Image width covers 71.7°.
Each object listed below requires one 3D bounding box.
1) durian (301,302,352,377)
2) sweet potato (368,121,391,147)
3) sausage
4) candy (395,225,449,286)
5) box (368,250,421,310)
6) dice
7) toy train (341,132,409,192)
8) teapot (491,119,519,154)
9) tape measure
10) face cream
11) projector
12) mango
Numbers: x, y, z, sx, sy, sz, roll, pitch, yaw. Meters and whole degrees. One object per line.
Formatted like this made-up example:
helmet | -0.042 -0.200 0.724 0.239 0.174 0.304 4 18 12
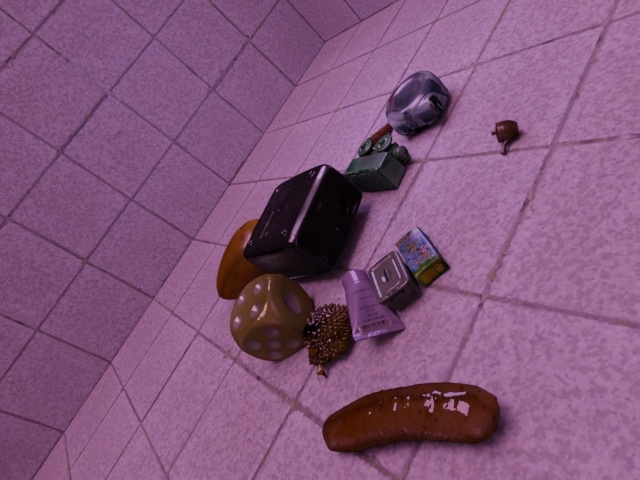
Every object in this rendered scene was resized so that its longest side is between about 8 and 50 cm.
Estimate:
durian | 0.007 0.304 1.423 0.194 0.138 0.237 -17 45 46
sweet potato | 0.277 -0.475 2.008 0.226 0.068 0.068 -45 24 -27
sausage | 0.186 0.422 1.058 0.501 0.123 0.136 -26 67 38
candy | 0.309 0.046 1.365 0.097 0.062 0.194 -44 29 15
box | 0.230 0.128 1.352 0.124 0.093 0.172 -41 30 19
dice | -0.178 0.281 1.624 0.233 0.227 0.238 -38 33 26
toy train | 0.231 -0.313 1.796 0.266 0.145 0.201 3 63 56
teapot | 0.589 -0.324 1.408 0.080 0.085 0.110 -9 76 22
tape measure | 0.399 -0.562 1.841 0.256 0.147 0.274 -22 44 45
face cream | 0.143 0.203 1.383 0.154 0.096 0.273 -12 34 -8
projector | -0.084 -0.066 1.782 0.405 0.242 0.394 -13 49 53
mango | -0.340 0.093 2.069 0.445 0.232 0.300 -54 29 19
